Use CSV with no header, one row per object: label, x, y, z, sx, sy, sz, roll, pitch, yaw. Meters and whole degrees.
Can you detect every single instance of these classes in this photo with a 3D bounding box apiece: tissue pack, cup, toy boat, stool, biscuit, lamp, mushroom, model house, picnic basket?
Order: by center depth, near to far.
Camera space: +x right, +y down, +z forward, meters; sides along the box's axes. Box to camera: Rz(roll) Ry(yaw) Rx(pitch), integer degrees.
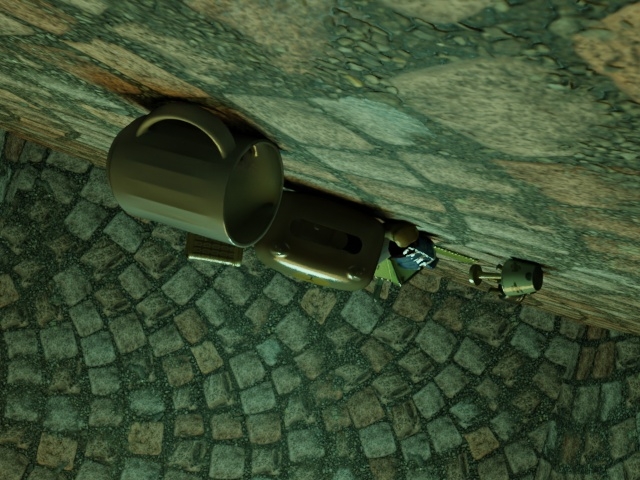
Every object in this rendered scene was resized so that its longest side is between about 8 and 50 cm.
cup,-0.283,-0.161,1.206,0.327,0.236,0.322,17,147,22
tissue pack,0.000,0.000,1.756,0.387,0.267,0.277,19,176,-7
picnic basket,-0.309,-0.084,1.777,0.176,0.312,0.228,9,178,-16
lamp,0.578,0.116,1.780,0.215,0.121,0.121,-1,165,42
mushroom,0.238,-0.029,1.809,0.071,0.084,0.209,64,169,-15
stool,0.655,0.143,1.919,0.121,0.125,0.217,20,167,-7
toy boat,0.325,0.045,1.937,0.142,0.129,0.309,33,176,-9
biscuit,0.476,0.045,2.165,0.232,0.016,0.139,18,176,-8
model house,0.298,0.133,2.347,0.205,0.278,0.218,17,178,-7

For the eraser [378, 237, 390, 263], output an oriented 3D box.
eraser,0.138,0.032,2.065,0.189,0.104,0.290,26,-156,20
